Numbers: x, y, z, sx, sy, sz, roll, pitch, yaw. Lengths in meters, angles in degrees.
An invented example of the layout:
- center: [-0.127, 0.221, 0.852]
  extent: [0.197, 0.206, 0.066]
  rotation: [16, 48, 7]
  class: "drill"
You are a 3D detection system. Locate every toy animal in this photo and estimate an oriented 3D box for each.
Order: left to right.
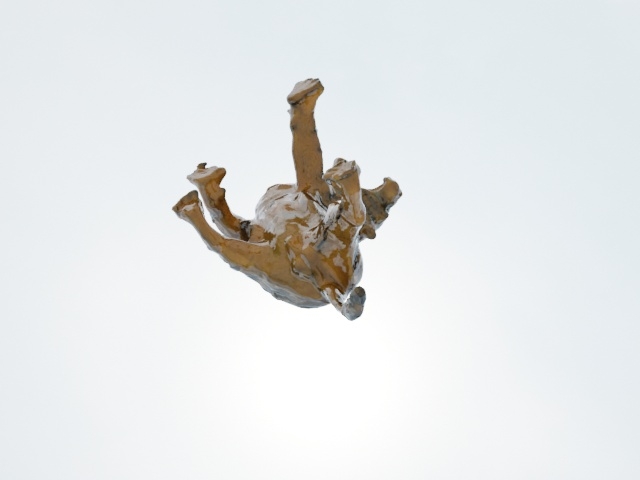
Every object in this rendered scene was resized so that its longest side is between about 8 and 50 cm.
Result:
- center: [-0.007, 0.004, 1.150]
  extent: [0.114, 0.116, 0.255]
  rotation: [-32, -159, 6]
  class: "toy animal"
